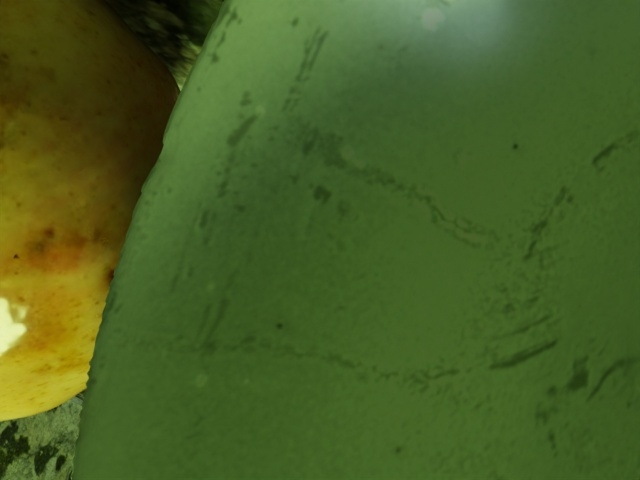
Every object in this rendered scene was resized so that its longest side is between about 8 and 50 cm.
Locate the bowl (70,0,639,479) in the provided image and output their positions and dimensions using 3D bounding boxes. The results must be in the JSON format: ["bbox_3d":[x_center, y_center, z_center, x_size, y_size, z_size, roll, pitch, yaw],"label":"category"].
[{"bbox_3d":[0.078,0.025,0.437,0.196,0.435,0.435,22,163,-25],"label":"bowl"}]

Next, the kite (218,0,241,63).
[{"bbox_3d":[0.057,-0.052,0.589,0.314,0.335,0.011,64,-168,-12],"label":"kite"}]

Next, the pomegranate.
[{"bbox_3d":[-0.242,-0.047,0.790,0.338,0.338,0.338,19,162,6],"label":"pomegranate"}]
